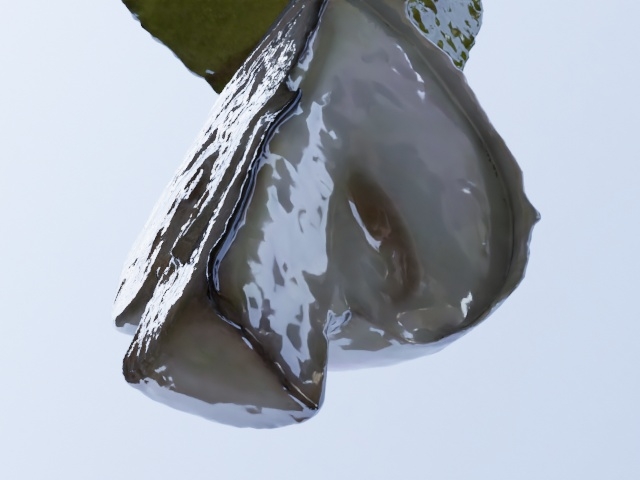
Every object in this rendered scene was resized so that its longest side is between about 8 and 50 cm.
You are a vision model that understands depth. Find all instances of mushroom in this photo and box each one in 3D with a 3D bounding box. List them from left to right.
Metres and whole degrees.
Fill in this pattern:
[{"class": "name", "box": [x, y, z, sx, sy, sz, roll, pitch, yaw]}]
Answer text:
[{"class": "mushroom", "box": [-0.003, 0.014, 0.951, 0.173, 0.162, 0.236, -44, -161, 52]}]

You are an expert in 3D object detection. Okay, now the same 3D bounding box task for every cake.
[{"class": "cake", "box": [-0.021, -0.190, 1.260, 0.156, 0.260, 0.179, -33, -162, 38]}]
